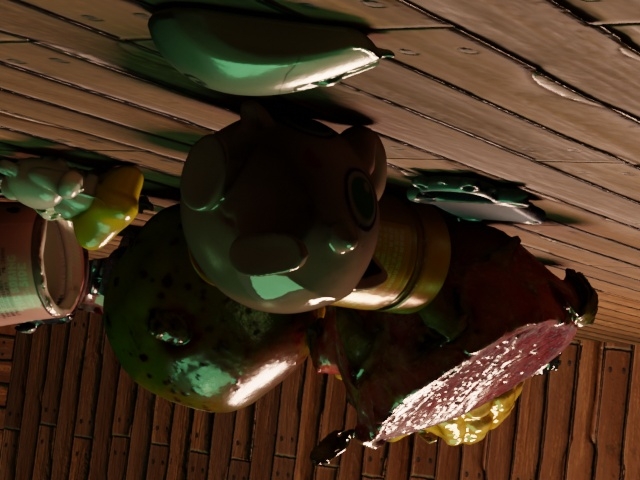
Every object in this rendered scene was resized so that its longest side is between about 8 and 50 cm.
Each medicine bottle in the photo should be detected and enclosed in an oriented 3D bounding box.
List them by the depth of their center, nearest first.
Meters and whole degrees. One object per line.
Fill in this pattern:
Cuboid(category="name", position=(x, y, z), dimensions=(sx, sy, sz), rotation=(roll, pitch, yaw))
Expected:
Cuboid(category="medicine bottle", position=(0.000, 0.000, 1.248), dimensions=(0.192, 0.096, 0.096), rotation=(10, 174, -41))

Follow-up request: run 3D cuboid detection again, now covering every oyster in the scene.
Cuboid(category="oyster", position=(-0.207, -0.030, 1.508), dimensions=(0.098, 0.037, 0.100), rotation=(8, 175, -20))

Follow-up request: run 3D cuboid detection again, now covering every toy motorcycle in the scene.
Cuboid(category="toy motorcycle", position=(-0.266, 0.053, 2.000), dimensions=(0.401, 0.134, 0.207), rotation=(2, 173, 31))

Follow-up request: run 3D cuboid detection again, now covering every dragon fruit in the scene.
Cuboid(category="dragon fruit", position=(0.089, 0.071, 1.413), dimensions=(0.282, 0.147, 0.211), rotation=(-28, 160, 3))

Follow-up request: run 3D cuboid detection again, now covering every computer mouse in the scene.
Cuboid(category="computer mouse", position=(-0.023, -0.079, 0.730), dimensions=(0.110, 0.032, 0.056), rotation=(7, 176, -1))

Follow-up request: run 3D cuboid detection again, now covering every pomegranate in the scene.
Cuboid(category="pomegranate", position=(-0.096, 0.069, 1.527), dimensions=(0.198, 0.198, 0.246), rotation=(6, 159, 5))

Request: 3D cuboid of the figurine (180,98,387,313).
Cuboid(category="figurine", position=(-0.019, -0.019, 0.963), dimensions=(0.125, 0.125, 0.138), rotation=(4, -175, 28))

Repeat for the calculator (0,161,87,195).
Cuboid(category="calculator", position=(-0.267, -0.053, 1.414), dimensions=(0.166, 0.024, 0.103), rotation=(4, 175, 5))

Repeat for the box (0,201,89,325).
Cuboid(category="box", position=(-0.320, 0.022, 1.686), dimensions=(0.135, 0.151, 0.151), rotation=(-5, 173, 13))

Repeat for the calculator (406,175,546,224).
Cuboid(category="calculator", position=(0.113, -0.030, 1.202), dimensions=(0.094, 0.019, 0.141), rotation=(4, 173, 26))

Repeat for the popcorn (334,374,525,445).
Cuboid(category="popcorn", position=(0.123, 0.137, 1.954), dimensions=(0.250, 0.190, 0.250), rotation=(7, -158, -3))

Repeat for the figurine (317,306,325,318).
Cuboid(category="figurine", position=(-0.070, 0.044, 1.695), dimensions=(0.176, 0.122, 0.121), rotation=(6, 178, -6))

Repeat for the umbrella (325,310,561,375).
Cuboid(category="umbrella", position=(0.106, 0.066, 1.805), dimensions=(0.337, 0.128, 0.154), rotation=(11, 161, 13))

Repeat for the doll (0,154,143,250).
Cuboid(category="doll", position=(-0.209, -0.037, 1.311), dimensions=(0.135, 0.071, 0.113), rotation=(9, 169, 35))
